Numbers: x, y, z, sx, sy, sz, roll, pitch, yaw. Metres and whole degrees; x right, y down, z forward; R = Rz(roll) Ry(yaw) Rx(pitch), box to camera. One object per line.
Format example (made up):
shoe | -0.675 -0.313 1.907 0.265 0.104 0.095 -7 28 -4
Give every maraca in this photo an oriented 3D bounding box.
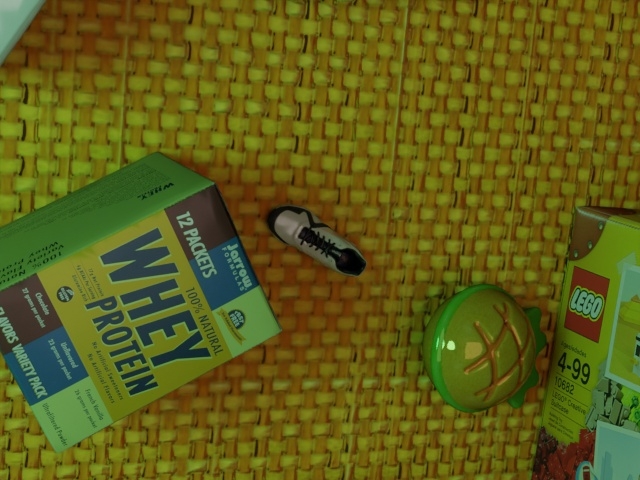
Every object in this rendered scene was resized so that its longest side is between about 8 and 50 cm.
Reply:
maraca | 0.168 0.109 1.202 0.185 0.099 0.127 15 89 -47

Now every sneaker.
sneaker | 0.000 0.000 1.141 0.109 0.044 0.040 28 92 -22

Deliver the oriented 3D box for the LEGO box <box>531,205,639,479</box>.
LEGO box | 0.413 0.195 1.089 0.193 0.500 0.372 4 99 -22

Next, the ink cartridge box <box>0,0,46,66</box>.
ink cartridge box | -0.232 -0.262 0.913 0.117 0.201 0.278 36 87 -23

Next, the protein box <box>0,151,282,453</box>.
protein box | -0.171 0.040 0.998 0.199 0.201 0.136 -28 109 -14
